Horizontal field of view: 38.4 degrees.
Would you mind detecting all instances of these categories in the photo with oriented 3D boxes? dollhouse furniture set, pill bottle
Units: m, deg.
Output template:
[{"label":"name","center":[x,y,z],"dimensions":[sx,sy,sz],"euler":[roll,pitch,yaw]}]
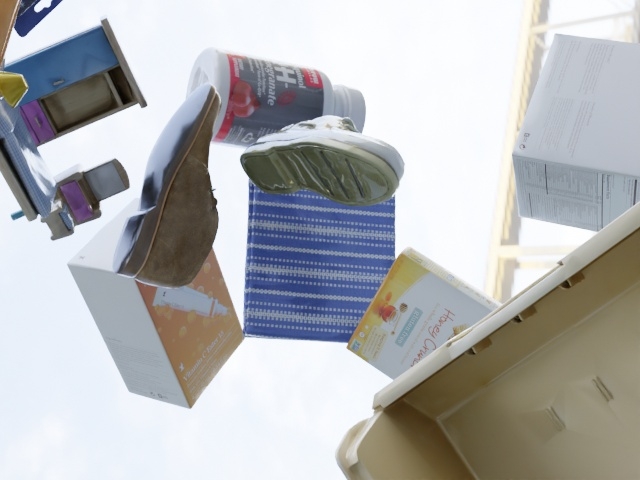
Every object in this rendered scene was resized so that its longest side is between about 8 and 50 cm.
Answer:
[{"label":"dollhouse furniture set","center":[-0.322,-0.133,1.205],"dimensions":[0.303,0.198,0.286],"euler":[-120,7,-66]},{"label":"pill bottle","center":[-0.081,-0.251,1.739],"dimensions":[0.318,0.176,0.176],"euler":[6,-98,-27]}]

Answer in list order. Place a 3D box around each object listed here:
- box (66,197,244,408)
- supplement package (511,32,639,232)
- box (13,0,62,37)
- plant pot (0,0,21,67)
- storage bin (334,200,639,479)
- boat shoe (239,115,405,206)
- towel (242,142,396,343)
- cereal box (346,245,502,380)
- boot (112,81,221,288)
[{"label":"box","center":[-0.309,0.123,1.794],"dimensions":[0.215,0.168,0.345],"euler":[-52,-41,-40]},{"label":"supplement package","center":[0.364,-0.124,1.129],"dimensions":[0.194,0.203,0.149],"euler":[-66,-25,-23]},{"label":"box","center":[-0.396,-0.391,1.185],"dimensions":[0.136,0.036,0.225],"euler":[-57,-40,-30]},{"label":"plant pot","center":[-0.399,-0.159,0.825],"dimensions":[0.203,0.291,0.291],"euler":[17,-108,-20]},{"label":"storage bin","center":[0.183,0.143,0.544],"dimensions":[0.260,0.262,0.123],"euler":[55,-150,12]},{"label":"boat shoe","center":[0.011,-0.122,1.255],"dimensions":[0.103,0.302,0.113],"euler":[-46,-56,-25]},{"label":"towel","center":[0.000,0.000,1.460],"dimensions":[0.040,0.243,0.336],"euler":[114,159,-69]},{"label":"cereal box","center":[0.175,0.142,1.249],"dimensions":[0.173,0.240,0.047],"euler":[-63,-13,24]},{"label":"boot","center":[-0.194,-0.077,1.334],"dimensions":[0.115,0.112,0.305],"euler":[23,-98,-27]}]
